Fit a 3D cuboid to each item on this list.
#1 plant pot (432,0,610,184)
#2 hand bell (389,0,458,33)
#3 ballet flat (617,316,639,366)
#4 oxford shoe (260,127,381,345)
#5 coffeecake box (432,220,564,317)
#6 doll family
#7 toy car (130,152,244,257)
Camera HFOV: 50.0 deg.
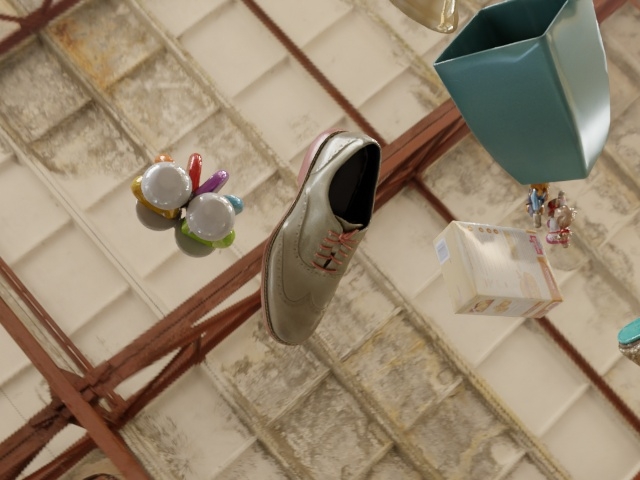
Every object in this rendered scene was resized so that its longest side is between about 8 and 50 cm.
[{"bbox_3d":[0.303,-0.203,0.963,0.165,0.165,0.234,-50,-58,-33],"label":"plant pot"},{"bbox_3d":[0.161,-0.338,0.673,0.126,0.242,0.126,23,-138,-22],"label":"hand bell"},{"bbox_3d":[0.425,0.081,0.738,0.067,0.206,0.073,48,-146,-5],"label":"ballet flat"},{"bbox_3d":[0.000,0.000,1.028,0.123,0.130,0.348,13,-86,-24],"label":"oxford shoe"},{"bbox_3d":[0.299,0.051,1.157,0.185,0.068,0.142,6,-125,-26],"label":"coffeecake box"},{"bbox_3d":[0.393,-0.116,1.220,0.118,0.163,0.263,4,-103,14],"label":"doll family"},{"bbox_3d":[-0.201,-0.067,1.094,0.182,0.159,0.136,35,-117,-7],"label":"toy car"}]
